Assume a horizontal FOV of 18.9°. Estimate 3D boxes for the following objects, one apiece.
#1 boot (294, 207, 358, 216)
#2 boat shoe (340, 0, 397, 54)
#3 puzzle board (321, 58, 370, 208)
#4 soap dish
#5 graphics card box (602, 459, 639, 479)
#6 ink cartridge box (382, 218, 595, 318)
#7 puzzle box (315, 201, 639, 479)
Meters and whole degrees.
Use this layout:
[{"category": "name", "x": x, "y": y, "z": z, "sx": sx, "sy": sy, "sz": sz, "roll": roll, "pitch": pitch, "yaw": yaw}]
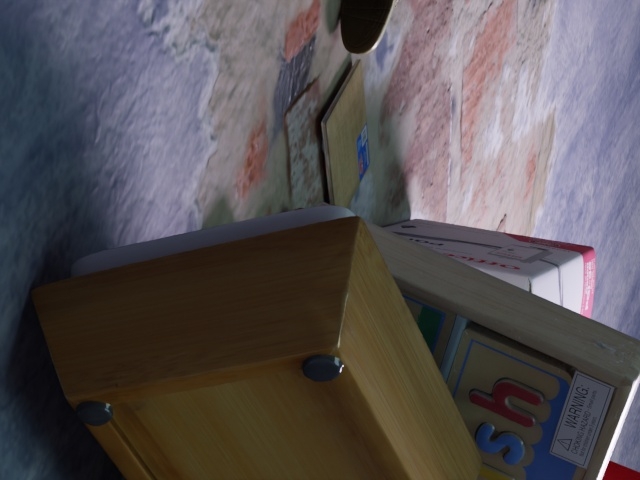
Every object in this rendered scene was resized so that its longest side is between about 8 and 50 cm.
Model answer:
[{"category": "boot", "x": 0.000, "y": 0.000, "z": 1.697, "sx": 0.158, "sy": 0.059, "sz": 0.085, "roll": -50, "pitch": 141, "yaw": -54}, {"category": "boat shoe", "x": 0.053, "y": -0.226, "z": 1.728, "sx": 0.045, "sy": 0.050, "sz": 0.135, "roll": 36, "pitch": 67, "yaw": -64}, {"category": "puzzle board", "x": 0.022, "y": -0.089, "z": 1.779, "sx": 0.128, "sy": 0.011, "sz": 0.096, "roll": 84, "pitch": 24, "yaw": -43}, {"category": "soap dish", "x": -0.036, "y": 0.115, "z": 1.306, "sx": 0.291, "sy": 0.229, "sz": 0.118, "roll": 62, "pitch": 22, "yaw": -46}, {"category": "graphics card box", "x": 0.179, "y": 0.305, "z": 1.944, "sx": 0.371, "sy": 0.233, "sz": 0.094, "roll": 110, "pitch": 1, "yaw": -58}, {"category": "ink cartridge box", "x": 0.140, "y": 0.059, "z": 1.898, "sx": 0.283, "sy": 0.207, "sz": 0.117, "roll": -15, "pitch": 113, "yaw": -70}, {"category": "puzzle box", "x": 0.068, "y": 0.190, "z": 1.493, "sx": 0.052, "sy": 0.272, "sz": 0.409, "roll": -49, "pitch": 158, "yaw": -51}]
